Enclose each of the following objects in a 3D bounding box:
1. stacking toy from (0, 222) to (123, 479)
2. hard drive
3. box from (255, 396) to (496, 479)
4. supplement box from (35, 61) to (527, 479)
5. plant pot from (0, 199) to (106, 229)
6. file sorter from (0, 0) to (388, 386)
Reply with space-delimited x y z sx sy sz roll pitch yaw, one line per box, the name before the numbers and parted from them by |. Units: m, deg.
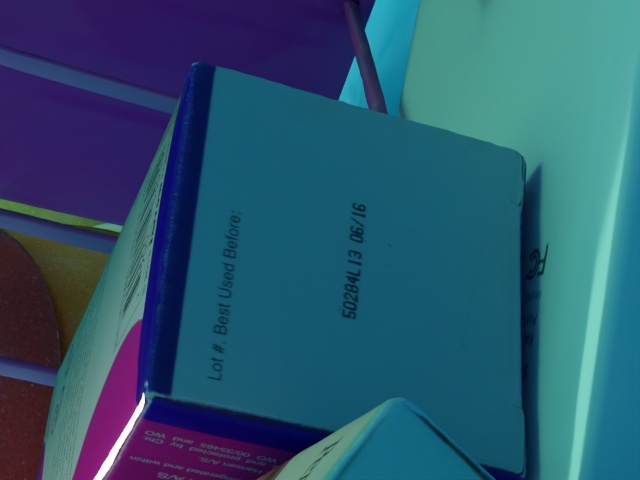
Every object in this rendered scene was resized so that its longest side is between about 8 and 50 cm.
stacking toy | -0.286 0.082 0.780 0.350 0.480 0.351 -21 55 35
hard drive | 0.076 -0.040 0.527 0.233 0.047 0.353 148 135 -71
box | -0.030 0.162 0.379 0.232 0.127 0.148 -40 8 50
supplement box | -0.026 0.058 0.496 0.220 0.114 0.111 127 153 -54
plant pot | -0.221 -0.020 1.301 0.254 0.276 0.276 -63 15 3
file sorter | -0.061 -0.095 0.621 0.182 0.202 0.291 -104 31 -58
